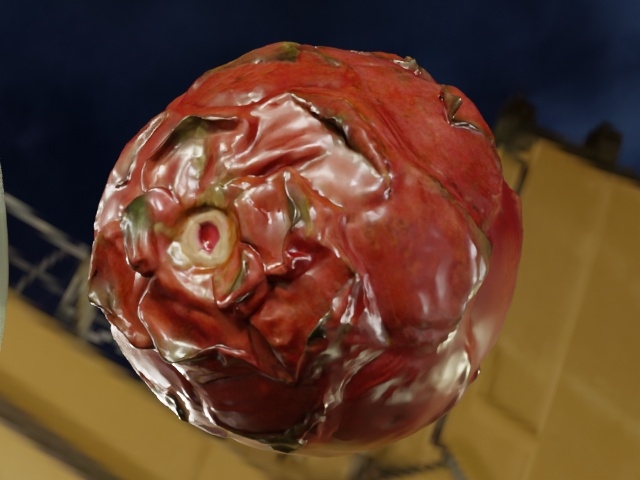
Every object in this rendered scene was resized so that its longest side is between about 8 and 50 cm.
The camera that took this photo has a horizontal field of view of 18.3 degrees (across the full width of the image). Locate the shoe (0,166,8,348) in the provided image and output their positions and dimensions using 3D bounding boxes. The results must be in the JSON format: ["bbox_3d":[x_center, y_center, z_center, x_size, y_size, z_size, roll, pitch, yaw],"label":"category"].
[{"bbox_3d":[-0.200,-0.020,0.879,0.110,0.095,0.265,5,-66,1],"label":"shoe"}]

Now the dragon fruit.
[{"bbox_3d":[-0.007,0.005,1.076,0.241,0.241,0.252,28,-2,-6],"label":"dragon fruit"}]
